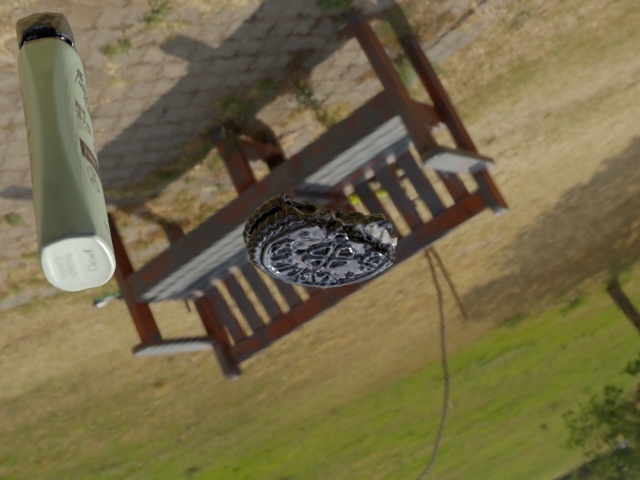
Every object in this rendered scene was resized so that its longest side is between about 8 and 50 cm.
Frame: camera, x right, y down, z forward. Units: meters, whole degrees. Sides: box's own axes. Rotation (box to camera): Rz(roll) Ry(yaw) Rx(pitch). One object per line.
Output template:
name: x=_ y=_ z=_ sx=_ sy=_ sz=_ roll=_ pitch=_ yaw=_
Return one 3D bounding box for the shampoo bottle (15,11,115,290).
shampoo bottle: x=-0.305 y=-0.125 z=1.001 sx=0.078 sy=0.360 sz=0.134 roll=-12 pitch=149 yaw=-9

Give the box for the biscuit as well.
biscuit: x=0.000 y=0.000 z=0.488 sx=0.087 sy=0.027 sz=0.089 roll=-8 pitch=150 yaw=4
